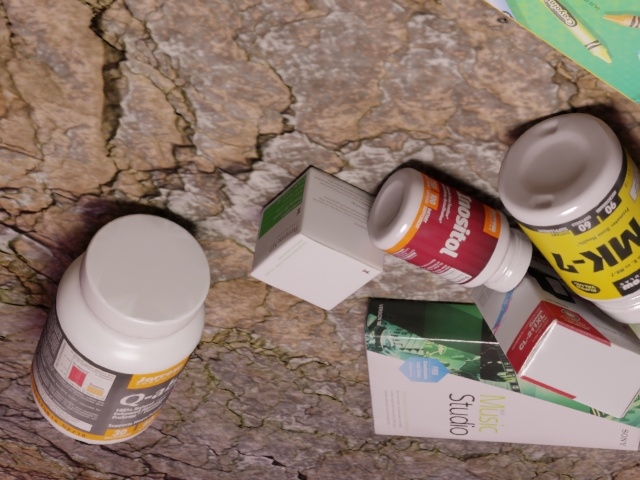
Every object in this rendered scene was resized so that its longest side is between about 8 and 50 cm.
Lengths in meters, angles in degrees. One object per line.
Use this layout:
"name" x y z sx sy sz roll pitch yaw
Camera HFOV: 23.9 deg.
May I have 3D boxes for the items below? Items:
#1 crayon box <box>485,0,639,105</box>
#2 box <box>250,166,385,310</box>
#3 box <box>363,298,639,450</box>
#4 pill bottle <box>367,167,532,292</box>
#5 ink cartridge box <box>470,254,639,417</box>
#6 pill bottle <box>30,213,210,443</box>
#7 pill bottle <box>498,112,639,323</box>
"crayon box" 0.167 -0.235 1.075 0.278 0.165 0.081 29 140 -27
"box" 0.000 0.000 1.519 0.102 0.087 0.101 25 142 -23
"box" 0.216 0.158 1.733 0.322 0.058 0.232 2 145 7
"pill bottle" 0.130 -0.006 1.487 0.152 0.086 0.086 24 143 -23
"ink cartridge box" 0.240 0.087 1.518 0.127 0.175 0.072 22 109 -20
"pill bottle" -0.217 0.098 1.641 0.162 0.162 0.278 16 145 -12
"pill bottle" 0.262 -0.015 1.419 0.119 0.119 0.208 -15 140 29
